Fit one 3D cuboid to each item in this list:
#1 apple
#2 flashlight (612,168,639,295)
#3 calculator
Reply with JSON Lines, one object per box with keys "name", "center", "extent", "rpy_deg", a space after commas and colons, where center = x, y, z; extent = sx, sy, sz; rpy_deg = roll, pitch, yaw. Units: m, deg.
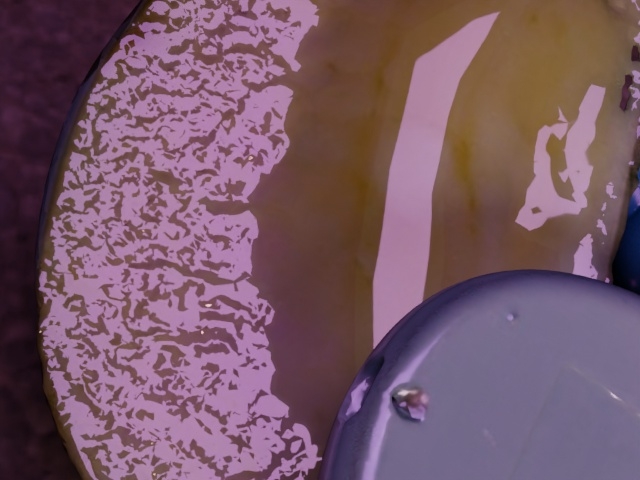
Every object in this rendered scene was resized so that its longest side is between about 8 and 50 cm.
{"name": "apple", "center": [0.000, 0.000, 0.646], "extent": [0.193, 0.120, 0.265], "rpy_deg": [18, 69, -7]}
{"name": "flashlight", "center": [0.115, -0.026, 0.750], "extent": [0.051, 0.051, 0.129], "rpy_deg": [-26, 65, -29]}
{"name": "calculator", "center": [0.122, 0.128, 0.584], "extent": [0.295, 0.042, 0.184], "rpy_deg": [38, 64, -20]}
